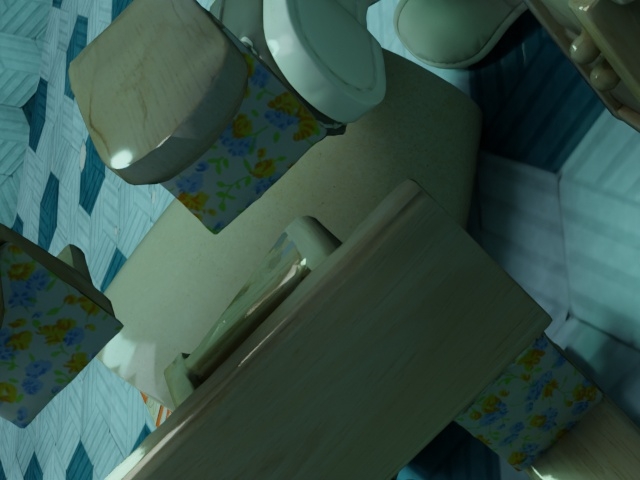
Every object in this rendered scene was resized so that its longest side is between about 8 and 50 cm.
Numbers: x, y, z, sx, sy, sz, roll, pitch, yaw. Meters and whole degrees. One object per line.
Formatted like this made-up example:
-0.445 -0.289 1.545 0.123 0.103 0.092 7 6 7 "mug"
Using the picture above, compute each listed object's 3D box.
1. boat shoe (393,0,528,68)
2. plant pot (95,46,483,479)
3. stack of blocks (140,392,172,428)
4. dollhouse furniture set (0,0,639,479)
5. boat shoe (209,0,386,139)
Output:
0.124 -0.186 0.750 0.065 0.075 0.206 -45 8 -24 "boat shoe"
0.000 0.000 0.756 0.274 0.256 0.256 -63 27 0 "plant pot"
-0.095 0.153 1.042 0.297 0.087 0.171 47 124 58 "stack of blocks"
0.074 0.036 0.459 0.394 0.362 0.256 -45 33 6 "dollhouse furniture set"
-0.020 -0.151 0.664 0.091 0.109 0.305 -39 26 26 "boat shoe"
